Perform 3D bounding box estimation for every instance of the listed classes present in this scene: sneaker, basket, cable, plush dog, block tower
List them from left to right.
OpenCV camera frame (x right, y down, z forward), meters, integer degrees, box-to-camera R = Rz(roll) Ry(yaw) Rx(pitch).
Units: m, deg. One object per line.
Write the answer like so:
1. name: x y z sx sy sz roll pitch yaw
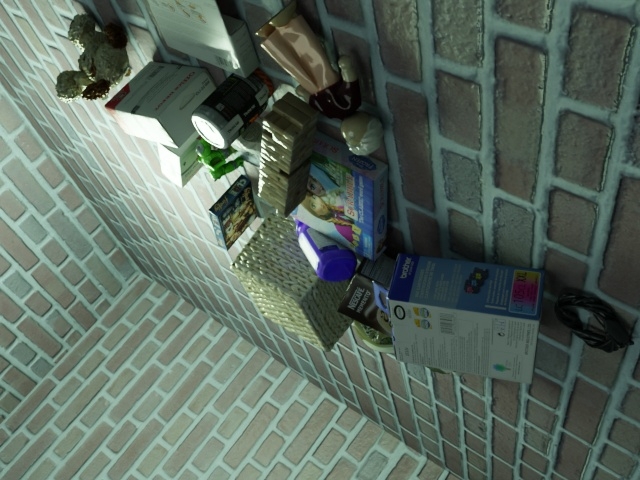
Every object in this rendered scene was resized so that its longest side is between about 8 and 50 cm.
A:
1. plush dog: -0.619 -0.498 2.007 0.210 0.262 0.225 13 -174 -33
2. sneaker: -0.195 -0.278 1.895 0.232 0.090 0.115 35 167 36
3. block tower: -0.082 -0.194 1.671 0.097 0.091 0.335 36 150 16
4. basket: -0.054 0.117 2.183 0.331 0.266 0.328 26 156 35
5. sneaker: 0.263 0.251 2.135 0.410 0.158 0.182 12 133 40
6. cable: 0.591 0.176 1.550 0.184 0.047 0.150 40 164 -7

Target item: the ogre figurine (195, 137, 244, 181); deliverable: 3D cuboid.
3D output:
1. ogre figurine: -0.297 -0.257 2.038 0.097 0.118 0.197 33 157 17

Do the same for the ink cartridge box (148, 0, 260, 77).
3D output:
1. ink cartridge box: -0.283 -0.511 1.594 0.275 0.060 0.239 28 155 29

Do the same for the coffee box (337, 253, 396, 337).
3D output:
1. coffee box: 0.217 0.169 1.888 0.297 0.119 0.168 25 132 3

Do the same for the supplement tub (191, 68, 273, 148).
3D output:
1. supplement tub: -0.203 -0.318 1.662 0.117 0.190 0.117 34 159 15

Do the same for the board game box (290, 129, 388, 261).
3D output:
1. board game box: 0.024 -0.128 1.790 0.318 0.066 0.319 29 149 25

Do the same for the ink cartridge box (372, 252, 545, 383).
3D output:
1. ink cartridge box: 0.309 0.178 1.649 0.395 0.151 0.270 6 140 17

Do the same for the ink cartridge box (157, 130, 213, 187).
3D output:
1. ink cartridge box: -0.403 -0.278 2.113 0.092 0.158 0.218 37 159 5

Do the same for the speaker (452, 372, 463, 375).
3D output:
1. speaker: 0.408 0.362 2.192 0.055 0.055 0.136 12 146 50

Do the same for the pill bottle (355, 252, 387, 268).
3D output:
1. pill bottle: 0.159 0.089 2.004 0.094 0.094 0.169 22 153 38

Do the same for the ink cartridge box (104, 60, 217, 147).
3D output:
1. ink cartridge box: -0.423 -0.373 1.905 0.273 0.197 0.114 19 152 43

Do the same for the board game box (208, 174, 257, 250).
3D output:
1. board game box: -0.282 -0.086 2.288 0.042 0.165 0.243 33 158 16

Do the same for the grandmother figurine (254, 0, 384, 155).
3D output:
1. grandmother figurine: 0.009 -0.317 1.449 0.342 0.104 0.208 49 166 -17

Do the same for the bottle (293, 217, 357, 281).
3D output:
1. bottle: 0.000 0.000 1.963 0.283 0.118 0.092 56 139 47
